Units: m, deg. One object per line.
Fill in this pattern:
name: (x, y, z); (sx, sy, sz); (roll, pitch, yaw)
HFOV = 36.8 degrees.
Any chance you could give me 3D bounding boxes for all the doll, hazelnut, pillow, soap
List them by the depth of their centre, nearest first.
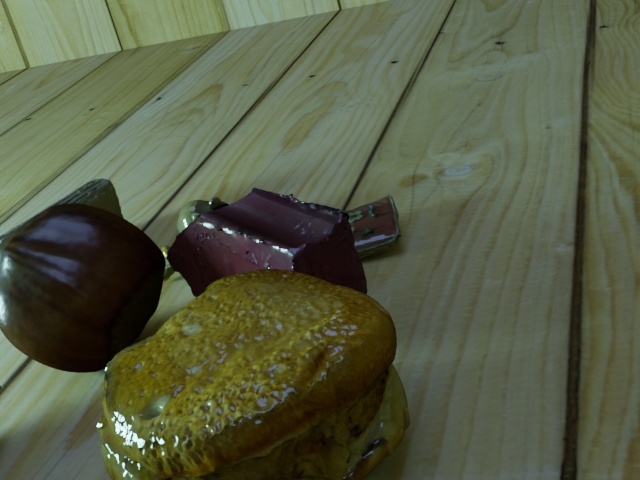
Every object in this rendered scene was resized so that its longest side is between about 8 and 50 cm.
soap: (-0.073, 0.031, 1.182); (0.112, 0.182, 0.289); (-31, 33, -32)
hazelnut: (-0.309, 0.061, 1.235); (0.210, 0.210, 0.186); (-11, -17, 10)
pillow: (0.000, 0.000, 1.366); (0.232, 0.043, 0.126); (-13, 25, 6)
doll: (-0.189, -0.010, 1.454); (0.089, 0.102, 0.179); (41, 42, 10)

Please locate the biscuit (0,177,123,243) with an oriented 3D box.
biscuit: (-0.405, -0.003, 1.526); (0.061, 0.108, 0.239); (8, 32, 31)

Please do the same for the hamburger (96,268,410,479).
hamburger: (-0.072, 0.151, 0.932); (0.289, 0.170, 0.314); (-28, 28, -33)
